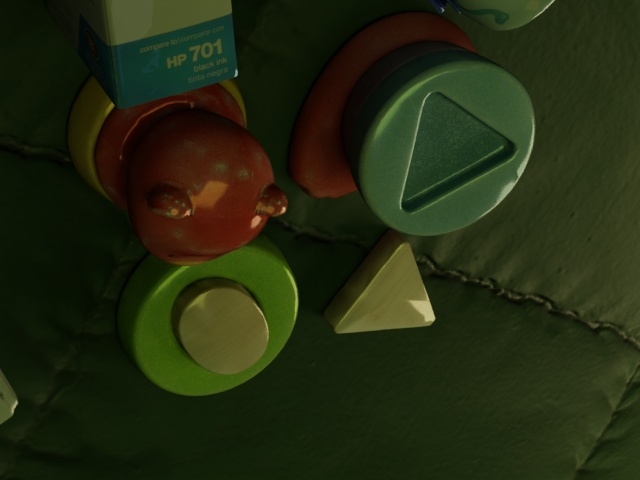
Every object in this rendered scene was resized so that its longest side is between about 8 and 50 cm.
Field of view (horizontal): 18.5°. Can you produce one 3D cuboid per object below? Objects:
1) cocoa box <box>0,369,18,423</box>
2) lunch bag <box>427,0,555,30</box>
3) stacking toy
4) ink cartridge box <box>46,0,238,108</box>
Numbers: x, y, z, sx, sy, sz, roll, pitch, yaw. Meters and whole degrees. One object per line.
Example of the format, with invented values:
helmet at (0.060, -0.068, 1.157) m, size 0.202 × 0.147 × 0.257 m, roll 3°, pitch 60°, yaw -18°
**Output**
cocoa box at (-0.343, -0.017, 0.976) m, size 0.231 × 0.347 × 0.228 m, roll -35°, pitch 130°, yaw -4°
lunch bag at (0.094, -0.231, 1.161) m, size 0.176 × 0.219 × 0.090 m, roll -48°, pitch 130°, yaw 8°
stacking toy at (0.000, 0.000, 1.322) m, size 0.309 × 0.130 × 0.279 m, roll -13°, pitch 125°, yaw -21°
ink cartridge box at (-0.114, -0.194, 1.122) m, size 0.082 × 0.139 × 0.190 m, roll -16°, pitch 127°, yaw -18°
